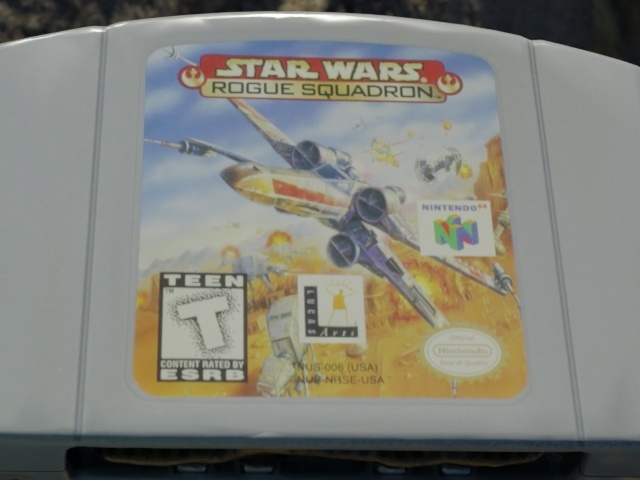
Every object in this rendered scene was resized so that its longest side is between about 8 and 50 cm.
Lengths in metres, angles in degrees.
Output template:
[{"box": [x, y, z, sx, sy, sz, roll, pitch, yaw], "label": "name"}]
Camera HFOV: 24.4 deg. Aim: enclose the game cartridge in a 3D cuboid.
[{"box": [0.000, 0.000, 0.577, 0.062, 0.297, 0.198, 100, -10, -62], "label": "game cartridge"}]
